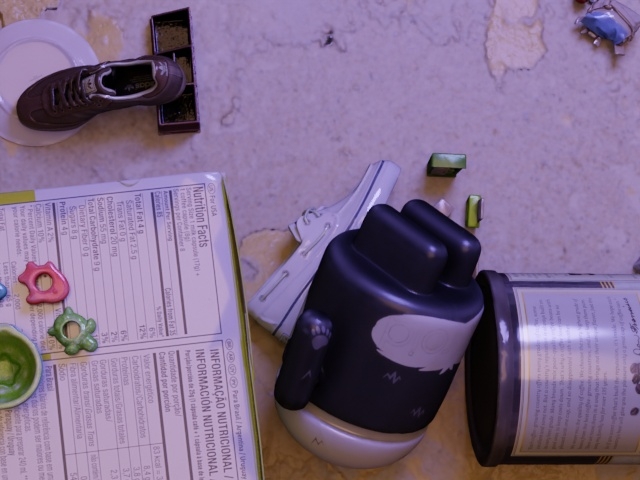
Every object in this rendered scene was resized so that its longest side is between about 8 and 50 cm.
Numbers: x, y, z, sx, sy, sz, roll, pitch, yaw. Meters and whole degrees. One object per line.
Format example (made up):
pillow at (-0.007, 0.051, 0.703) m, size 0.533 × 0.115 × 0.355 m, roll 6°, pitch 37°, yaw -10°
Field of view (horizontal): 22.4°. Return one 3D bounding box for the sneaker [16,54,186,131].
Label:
sneaker at (-0.238, -0.163, 1.690) m, size 0.188 × 0.071 × 0.066 m, roll -13°, pitch 79°, yaw 10°

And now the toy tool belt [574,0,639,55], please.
toy tool belt at (0.309, -0.242, 1.783) m, size 0.083 × 0.052 × 0.051 m, roll 31°, pitch 74°, yaw 0°

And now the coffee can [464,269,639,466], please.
coffee can at (0.300, 0.132, 1.663) m, size 0.275 × 0.201 × 0.201 m, roll 1°, pitch 84°, yaw -4°

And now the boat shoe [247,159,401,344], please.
boat shoe at (0.000, 0.000, 1.716) m, size 0.076 × 0.083 × 0.226 m, roll 33°, pitch 83°, yaw -1°

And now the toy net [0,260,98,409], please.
toy net at (-0.297, 0.029, 1.372) m, size 0.122 × 0.045 × 0.232 m, roll -39°, pitch 86°, yaw -7°

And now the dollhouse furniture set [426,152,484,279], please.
dollhouse furniture set at (0.137, -0.014, 1.740) m, size 0.076 × 0.058 × 0.151 m, roll 3°, pitch 83°, yaw -3°

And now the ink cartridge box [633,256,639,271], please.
ink cartridge box at (0.370, 0.015, 1.759) m, size 0.028 × 0.048 × 0.083 m, roll 37°, pitch 82°, yaw 1°

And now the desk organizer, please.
desk organizer at (-0.157, -0.183, 1.742) m, size 0.047 × 0.050 × 0.130 m, roll -5°, pitch 84°, yaw -5°

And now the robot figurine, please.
robot figurine at (0.057, 0.097, 1.634) m, size 0.209 × 0.173 × 0.278 m, roll 15°, pitch 115°, yaw -15°

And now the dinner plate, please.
dinner plate at (-0.307, -0.172, 1.748) m, size 0.141 × 0.017 × 0.141 m, roll 0°, pitch 85°, yaw -5°

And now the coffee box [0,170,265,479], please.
coffee box at (-0.234, 0.139, 1.556) m, size 0.334 × 0.337 × 0.338 m, roll -7°, pitch 83°, yaw -5°
